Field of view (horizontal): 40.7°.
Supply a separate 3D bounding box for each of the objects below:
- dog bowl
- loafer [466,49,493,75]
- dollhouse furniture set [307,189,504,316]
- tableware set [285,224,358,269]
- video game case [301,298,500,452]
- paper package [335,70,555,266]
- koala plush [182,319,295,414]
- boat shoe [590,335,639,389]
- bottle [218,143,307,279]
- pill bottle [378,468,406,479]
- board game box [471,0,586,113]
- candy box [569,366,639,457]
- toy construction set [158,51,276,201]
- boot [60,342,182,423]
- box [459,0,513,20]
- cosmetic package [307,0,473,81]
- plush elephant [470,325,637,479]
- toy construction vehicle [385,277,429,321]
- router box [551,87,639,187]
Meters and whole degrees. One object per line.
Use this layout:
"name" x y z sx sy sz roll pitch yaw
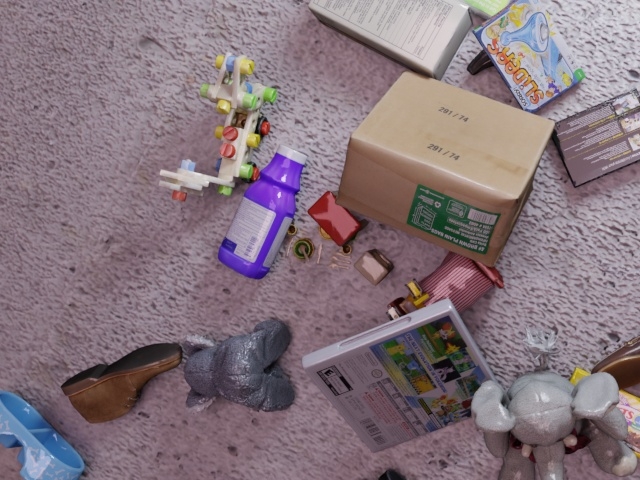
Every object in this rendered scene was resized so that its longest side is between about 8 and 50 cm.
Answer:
"dog bowl" -0.649 0.450 1.931 0.297 0.166 0.074 40 87 13
"loafer" 0.374 -0.374 1.722 0.170 0.062 0.061 -31 86 14
"dollhouse furniture set" 0.162 0.012 1.705 0.201 0.152 0.374 -44 83 10
"tableware set" 0.000 0.000 1.832 0.154 0.024 0.104 13 92 16
"video game case" 0.168 0.270 1.657 0.300 0.329 0.036 -23 40 13
"paper package" 0.235 -0.144 1.618 0.324 0.309 0.168 23 133 14
"koala plush" -0.197 0.271 1.806 0.221 0.203 0.196 -5 87 27
"boat shoe" 0.610 0.218 1.640 0.207 0.073 0.073 -25 120 9
"bottle" -0.115 -0.063 1.826 0.118 0.092 0.283 27 95 31
"pill bottle" 0.093 0.571 1.741 0.123 0.123 0.219 45 99 12
"board game box" 0.406 -0.364 1.682 0.136 0.035 0.201 -35 106 11
"candy box" 0.568 0.337 1.667 0.205 0.027 0.105 26 92 14
"toy construction set" -0.198 -0.217 1.792 0.151 0.215 0.328 30 96 15
"boot" -0.421 0.315 1.911 0.305 0.112 0.115 -22 101 19
"box" 0.344 -0.629 1.740 0.232 0.058 0.322 33 96 14
"cosmetic package" 0.144 -0.457 1.751 0.296 0.129 0.153 32 96 14
"plush elephant" 0.412 0.337 1.562 0.271 0.255 0.330 -11 94 20
"toy construction vehicle" 0.171 0.133 1.617 0.086 0.035 0.098 -36 87 0
"router box" 0.552 -0.198 1.675 0.178 0.046 0.133 -23 83 14
